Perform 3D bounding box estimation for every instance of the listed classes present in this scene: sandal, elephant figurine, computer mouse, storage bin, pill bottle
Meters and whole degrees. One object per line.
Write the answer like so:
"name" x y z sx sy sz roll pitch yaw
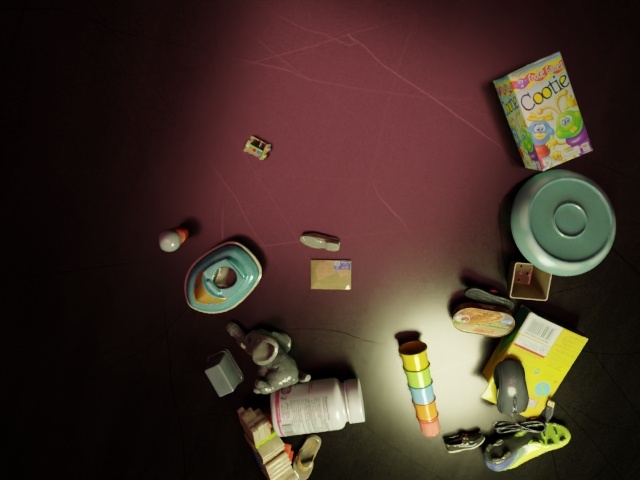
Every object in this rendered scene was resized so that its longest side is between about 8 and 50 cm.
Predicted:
"sandal" -0.049 0.753 1.639 0.072 0.049 0.180 21 103 -2
"elephant figurine" -0.172 0.353 1.516 0.186 0.169 0.239 -14 85 -23
"computer mouse" 0.628 0.490 1.456 0.184 0.060 0.261 -2 105 7
"storage bin" -0.329 0.443 1.566 0.098 0.091 0.135 -25 99 8
"sandal" 0.528 0.172 1.478 0.179 0.040 0.067 25 135 -15
"pill bottle" -0.007 0.531 1.532 0.284 0.160 0.160 -9 102 5

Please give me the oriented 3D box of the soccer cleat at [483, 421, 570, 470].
"soccer cleat" 0.681 0.685 1.580 0.290 0.093 0.121 -21 131 3

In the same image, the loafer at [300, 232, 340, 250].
"loafer" 0.000 0.000 1.483 0.126 0.039 0.045 14 136 3

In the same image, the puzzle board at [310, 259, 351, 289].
"puzzle board" 0.033 0.108 1.514 0.128 0.011 0.096 1 101 2

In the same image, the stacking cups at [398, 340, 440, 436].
"stacking cups" 0.327 0.485 1.550 0.096 0.096 0.315 -12 106 6

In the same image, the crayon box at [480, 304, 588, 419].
"crayon box" 0.659 0.387 1.505 0.203 0.081 0.318 25 102 -2

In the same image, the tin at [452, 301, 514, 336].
"tin" 0.508 0.248 1.490 0.190 0.040 0.106 9 121 1

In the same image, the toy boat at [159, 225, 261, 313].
"toy boat" -0.357 0.081 1.459 0.267 0.148 0.318 -44 97 11

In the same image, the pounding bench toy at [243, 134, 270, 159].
"pounding bench toy" -0.186 -0.273 1.405 0.065 0.083 0.052 28 102 -2

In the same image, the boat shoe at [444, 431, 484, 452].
"boat shoe" 0.482 0.671 1.593 0.133 0.049 0.041 -22 108 12

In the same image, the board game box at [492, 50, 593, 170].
"board game box" 0.610 -0.350 1.315 0.142 0.144 0.275 -23 100 8

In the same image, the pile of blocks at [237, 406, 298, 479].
"pile of blocks" -0.167 0.699 1.617 0.113 0.149 0.361 -26 110 -27

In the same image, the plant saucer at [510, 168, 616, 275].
"plant saucer" 0.712 -0.056 1.374 0.318 0.044 0.317 0 84 -5

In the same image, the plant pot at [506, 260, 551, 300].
"plant pot" 0.621 0.112 1.439 0.109 0.096 0.108 5 102 2
